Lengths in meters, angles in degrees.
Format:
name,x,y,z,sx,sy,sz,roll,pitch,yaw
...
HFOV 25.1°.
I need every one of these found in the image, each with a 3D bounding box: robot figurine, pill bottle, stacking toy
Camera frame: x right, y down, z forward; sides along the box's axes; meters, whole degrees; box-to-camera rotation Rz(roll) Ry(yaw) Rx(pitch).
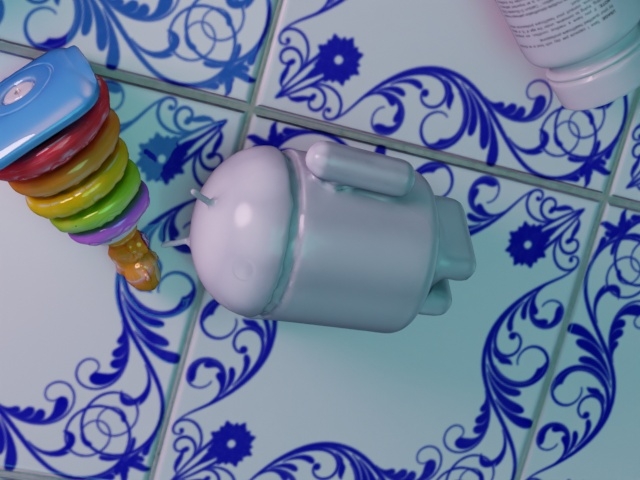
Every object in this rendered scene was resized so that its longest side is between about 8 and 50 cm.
name,x,y,z,sx,sy,sz,roll,pitch,yaw
robot figurine,0.000,0.000,1.680,0.353,0.199,0.300,8,135,-20
pill bottle,0.288,-0.308,1.716,0.160,0.160,0.283,-34,110,-7
stacking toy,-0.259,-0.054,1.624,0.166,0.175,0.302,-34,122,-4
